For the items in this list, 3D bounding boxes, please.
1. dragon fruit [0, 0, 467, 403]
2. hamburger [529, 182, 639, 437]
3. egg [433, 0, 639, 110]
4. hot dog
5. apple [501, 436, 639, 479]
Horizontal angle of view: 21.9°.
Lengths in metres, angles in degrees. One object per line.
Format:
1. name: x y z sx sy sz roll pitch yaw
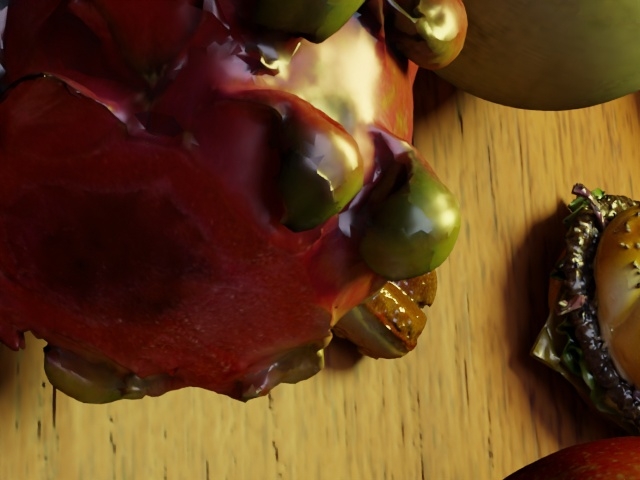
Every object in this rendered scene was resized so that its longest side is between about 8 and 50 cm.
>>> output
1. dragon fruit: -0.069 -0.088 0.679 0.307 0.227 0.243 59 16 -2
2. hamburger: 0.212 0.049 1.011 0.189 0.093 0.164 34 52 -33
3. egg: 0.143 -0.197 0.949 0.218 0.218 0.295 56 37 -13
4. hot dog: 0.000 0.000 0.852 0.165 0.045 0.071 41 48 -27
5. apple: 0.156 0.183 0.842 0.168 0.181 0.181 19 61 -24
